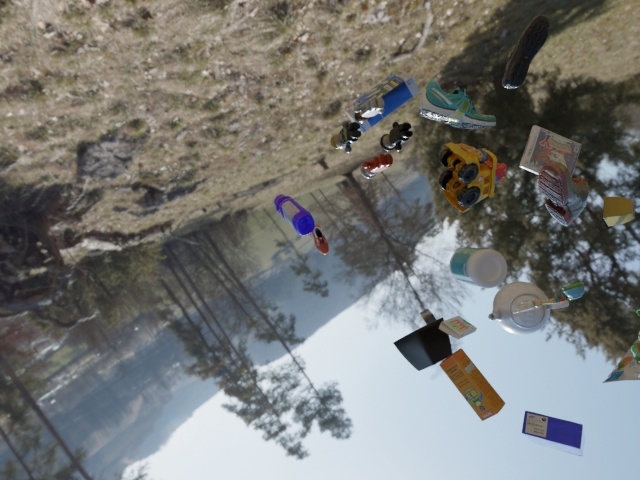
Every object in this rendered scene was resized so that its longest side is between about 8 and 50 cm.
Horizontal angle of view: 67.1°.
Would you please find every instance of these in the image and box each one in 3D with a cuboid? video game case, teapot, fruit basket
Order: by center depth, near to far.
[{"bbox_3d":[1.000,0.270,1.387,0.353,0.165,0.327,-35,167,-15],"label":"fruit basket"},{"bbox_3d":[0.889,-0.328,1.863,0.023,0.201,0.183,117,-4,-78],"label":"video game case"},{"bbox_3d":[0.885,0.295,2.084,0.256,0.252,0.187,-55,174,0],"label":"teapot"}]

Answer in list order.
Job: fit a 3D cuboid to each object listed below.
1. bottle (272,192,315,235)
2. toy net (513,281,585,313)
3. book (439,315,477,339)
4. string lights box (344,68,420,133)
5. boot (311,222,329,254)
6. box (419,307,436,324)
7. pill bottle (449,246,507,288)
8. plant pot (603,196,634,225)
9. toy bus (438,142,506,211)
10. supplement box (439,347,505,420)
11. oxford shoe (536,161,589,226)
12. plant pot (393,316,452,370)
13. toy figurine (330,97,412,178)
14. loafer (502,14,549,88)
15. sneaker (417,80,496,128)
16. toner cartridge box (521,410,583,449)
[{"bbox_3d":[-0.128,-0.129,2.163,0.092,0.283,0.118,-32,131,-13],"label":"bottle"},{"bbox_3d":[0.746,0.192,1.590,0.232,0.045,0.122,-16,165,9],"label":"toy net"},{"bbox_3d":[0.573,0.363,2.005,0.144,0.096,0.035,-8,122,-45],"label":"book"},{"bbox_3d":[0.228,-0.524,1.813,0.260,0.077,0.133,-36,-148,6],"label":"string lights box"},{"bbox_3d":[0.000,0.000,2.173,0.059,0.158,0.084,-26,-164,-6],"label":"boot"},{"bbox_3d":[0.578,0.446,2.440,0.056,0.183,0.231,-32,176,5],"label":"box"},{"bbox_3d":[0.594,0.101,1.869,0.146,0.146,0.264,-37,-174,-6],"label":"pill bottle"},{"bbox_3d":[1.030,-0.103,1.661,0.083,0.081,0.081,-4,-115,42],"label":"plant pot"},{"bbox_3d":[0.521,-0.235,1.613,0.211,0.149,0.220,-21,132,-8],"label":"toy bus"},{"bbox_3d":[0.523,0.496,1.665,0.080,0.233,0.078,-21,157,-48],"label":"supplement box"},{"bbox_3d":[0.826,-0.180,1.627,0.130,0.123,0.348,-41,144,7],"label":"oxford shoe"},{"bbox_3d":[0.477,0.475,2.167,0.187,0.167,0.188,-16,160,-35],"label":"plant pot"},{"bbox_3d":[0.164,-0.333,1.565,0.213,0.209,0.148,-56,-167,-19],"label":"toy figurine"},{"bbox_3d":[0.618,-0.573,1.471,0.078,0.076,0.223,-122,-126,-73],"label":"loafer"},{"bbox_3d":[0.430,-0.408,1.476,0.107,0.275,0.110,-154,-103,-66],"label":"sneaker"},{"bbox_3d":[0.778,0.643,1.597,0.348,0.165,0.075,43,60,-52],"label":"toner cartridge box"}]
